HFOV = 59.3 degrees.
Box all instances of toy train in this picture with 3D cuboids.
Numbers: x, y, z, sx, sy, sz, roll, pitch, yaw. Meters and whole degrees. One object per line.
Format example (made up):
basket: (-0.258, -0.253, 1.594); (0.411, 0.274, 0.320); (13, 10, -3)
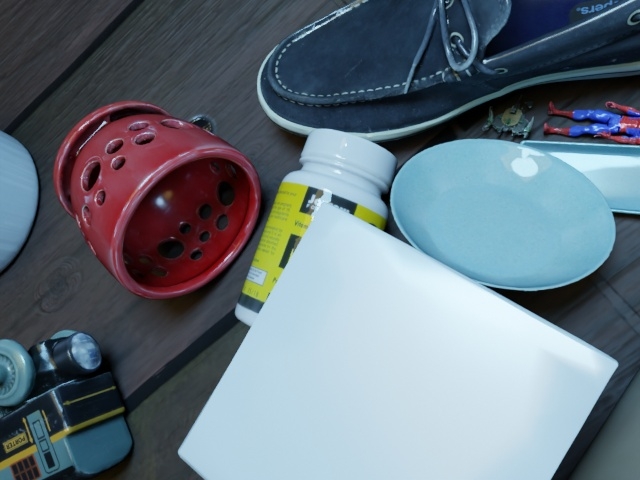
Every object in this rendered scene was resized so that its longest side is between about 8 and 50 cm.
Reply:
toy train: (-0.390, 0.241, 0.691); (0.334, 0.142, 0.190); (-29, 78, 15)

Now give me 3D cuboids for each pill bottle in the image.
pill bottle: (0.000, 0.000, 0.583); (0.119, 0.119, 0.208); (17, 86, 25)

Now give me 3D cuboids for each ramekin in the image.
ramekin: (-0.552, -0.060, 0.821); (0.277, 0.135, 0.277); (-6, 76, 22)

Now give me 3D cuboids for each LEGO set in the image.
LEGO set: (0.195, -0.133, 0.588); (0.054, 0.023, 0.083); (-11, 61, 18)

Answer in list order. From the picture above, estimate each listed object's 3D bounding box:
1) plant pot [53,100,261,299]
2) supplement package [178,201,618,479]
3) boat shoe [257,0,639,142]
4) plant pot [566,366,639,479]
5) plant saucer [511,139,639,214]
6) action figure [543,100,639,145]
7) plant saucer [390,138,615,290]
plant pot: (-0.191, -0.057, 0.639); (0.174, 0.191, 0.191); (37, 94, 28)
supplement package: (0.077, 0.126, 0.442); (0.199, 0.263, 0.198); (31, 91, 25)
boat shoe: (0.151, -0.220, 0.540); (0.500, 0.156, 0.186); (-6, 69, 23)
plant pot: (0.284, 0.204, 0.337); (0.323, 0.323, 0.280); (19, 66, 25)
plant saucer: (0.285, -0.057, 0.531); (0.192, 0.018, 0.067); (8, 81, 24)
action figure: (0.279, -0.113, 0.542); (0.115, 0.030, 0.038); (12, 78, 23)
plant saucer: (0.159, -0.021, 0.511); (0.195, 0.037, 0.195); (1, 47, -1)
